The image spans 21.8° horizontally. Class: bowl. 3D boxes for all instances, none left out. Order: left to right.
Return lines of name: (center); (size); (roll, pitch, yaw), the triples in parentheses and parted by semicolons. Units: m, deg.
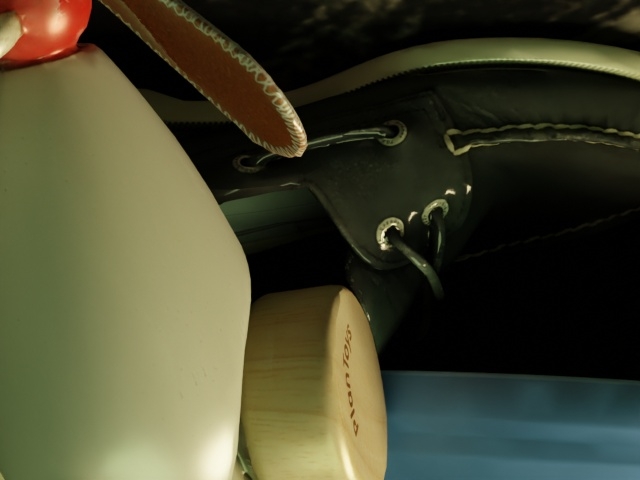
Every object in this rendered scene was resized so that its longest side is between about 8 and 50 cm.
bowl: (0.132, 0.122, 0.796); (0.391, 0.077, 0.391); (5, 170, 1)

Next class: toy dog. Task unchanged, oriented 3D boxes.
toy dog: (-0.091, 0.002, 0.527); (0.220, 0.161, 0.334); (-28, 118, 20)

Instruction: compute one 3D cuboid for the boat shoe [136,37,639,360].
boat shoe: (-0.001, -0.002, 0.682); (0.340, 0.113, 0.127); (-2, 148, -4)
